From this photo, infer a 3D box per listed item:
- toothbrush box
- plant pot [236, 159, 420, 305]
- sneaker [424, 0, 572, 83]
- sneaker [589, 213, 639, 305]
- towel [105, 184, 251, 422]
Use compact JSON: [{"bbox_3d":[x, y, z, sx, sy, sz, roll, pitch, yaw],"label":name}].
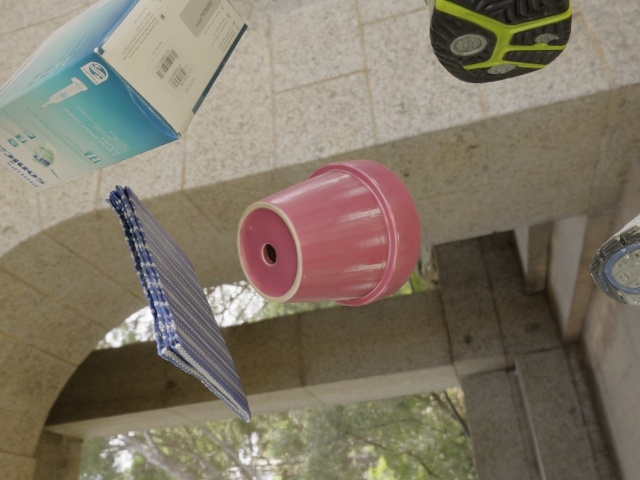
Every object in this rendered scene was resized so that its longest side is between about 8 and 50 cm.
[{"bbox_3d":[-0.265,-0.200,0.740,0.126,0.296,0.216,49,-136,-35],"label":"toothbrush box"},{"bbox_3d":[0.000,0.000,0.789,0.180,0.201,0.201,-13,-88,-42],"label":"plant pot"},{"bbox_3d":[0.154,-0.289,0.581,0.385,0.145,0.147,35,-129,-58],"label":"sneaker"},{"bbox_3d":[0.453,-0.041,0.695,0.111,0.297,0.129,54,-143,3],"label":"sneaker"},{"bbox_3d":[-0.210,0.089,0.882,0.336,0.040,0.243,58,177,40],"label":"towel"}]
